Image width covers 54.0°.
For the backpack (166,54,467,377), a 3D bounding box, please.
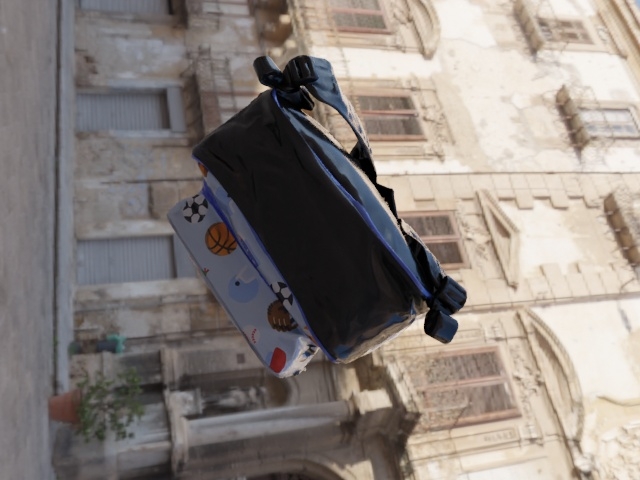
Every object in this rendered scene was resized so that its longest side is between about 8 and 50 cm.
[{"bbox_3d":[0.000,0.000,0.626,0.276,0.213,0.263,60,14,8],"label":"backpack"}]
